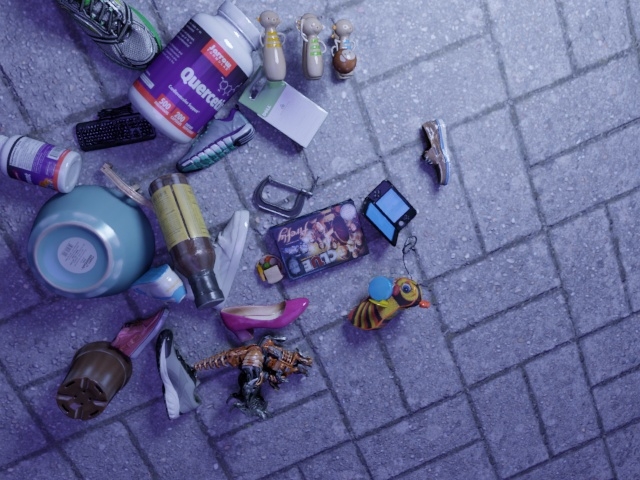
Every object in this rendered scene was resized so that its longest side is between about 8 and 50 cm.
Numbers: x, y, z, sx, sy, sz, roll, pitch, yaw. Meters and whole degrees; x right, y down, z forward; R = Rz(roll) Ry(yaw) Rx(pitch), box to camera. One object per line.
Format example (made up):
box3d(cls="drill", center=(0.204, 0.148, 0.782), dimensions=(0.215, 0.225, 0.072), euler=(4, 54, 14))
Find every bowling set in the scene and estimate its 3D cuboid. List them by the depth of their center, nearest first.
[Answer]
box3d(cls="bowling set", center=(0.019, -0.460, 1.085), dimensions=(0.287, 0.199, 0.154), euler=(-18, 110, -39))

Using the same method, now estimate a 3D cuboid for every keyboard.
box3d(cls="keyboard", center=(-0.524, -0.288, 1.179), dimensions=(0.192, 0.038, 0.100), euler=(-13, 105, -5))

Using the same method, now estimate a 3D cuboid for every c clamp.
box3d(cls="c clamp", center=(-0.098, -0.133, 1.283), dimensions=(0.160, 0.022, 0.137), euler=(13, 106, -12))

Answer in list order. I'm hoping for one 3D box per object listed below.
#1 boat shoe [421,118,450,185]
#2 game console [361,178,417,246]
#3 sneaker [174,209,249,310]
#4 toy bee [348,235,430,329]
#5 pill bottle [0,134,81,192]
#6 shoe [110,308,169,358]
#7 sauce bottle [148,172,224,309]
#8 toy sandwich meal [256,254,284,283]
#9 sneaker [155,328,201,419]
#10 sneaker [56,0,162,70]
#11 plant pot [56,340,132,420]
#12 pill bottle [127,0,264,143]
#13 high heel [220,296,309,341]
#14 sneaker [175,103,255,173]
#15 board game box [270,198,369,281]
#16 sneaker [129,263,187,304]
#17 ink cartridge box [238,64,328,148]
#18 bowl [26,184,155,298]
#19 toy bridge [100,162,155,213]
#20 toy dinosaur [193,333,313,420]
box3d(cls="boat shoe", center=(0.315, -0.240, 1.293), dimensions=(0.066, 0.066, 0.183), euler=(-9, 95, 0))
box3d(cls="game console", center=(0.194, -0.078, 1.300), dimensions=(0.124, 0.085, 0.144), euler=(-44, 105, 4))
box3d(cls="sneaker", center=(-0.303, 0.038, 1.250), dimensions=(0.169, 0.108, 0.293), euler=(18, 102, -14))
box3d(cls="toy bee", center=(0.212, 0.159, 1.303), dimensions=(0.195, 0.162, 0.298), euler=(-10, 134, -43))
box3d(cls="pill bottle", center=(-0.703, -0.193, 1.140), dimensions=(0.193, 0.108, 0.108), euler=(17, 101, -11))
box3d(cls="shoe", center=(-0.502, 0.245, 1.295), dimensions=(0.081, 0.063, 0.178), euler=(37, 100, -19))
box3d(cls="sauce bottle", center=(-0.330, 0.003, 1.162), dimensions=(0.111, 0.111, 0.345), euler=(-22, 75, -2))
box3d(cls="toy sandwich meal", center=(-0.143, 0.082, 1.321), dimensions=(0.085, 0.029, 0.086), euler=(-2, 104, -7))
box3d(cls="sneaker", center=(-0.407, 0.373, 1.332), dimensions=(0.108, 0.100, 0.272), euler=(-12, 109, -19))
box3d(cls="sneaker", center=(-0.520, -0.527, 1.066), dimensions=(0.343, 0.146, 0.134), euler=(40, 95, -15))
box3d(cls="plant pot", center=(-0.615, 0.385, 1.262), dimensions=(0.166, 0.165, 0.167), euler=(-2, 105, -7))
box3d(cls="pill bottle", center=(-0.287, -0.399, 1.108), dimensions=(0.181, 0.181, 0.323), euler=(43, 95, -15))
box3d(cls="high heel", center=(-0.159, 0.194, 1.321), dimensions=(0.244, 0.082, 0.117), euler=(-24, 116, 12))
box3d(cls="sneaker", center=(-0.285, -0.260, 1.209), dimensions=(0.223, 0.083, 0.098), euler=(-30, 85, -4))
box3d(cls="board game box", center=(0.000, 0.000, 1.314), dimensions=(0.243, 0.042, 0.165), euler=(-20, 105, -2))
box3d(cls="sneaker", center=(-0.418, 0.120, 1.201), dimensions=(0.087, 0.228, 0.092), euler=(-48, 113, -26))
box3d(cls="ink cartridge box", center=(-0.095, -0.342, 1.209), dimensions=(0.209, 0.062, 0.109), euler=(32, 97, -13))
box3d(cls="bowl", center=(-0.597, 0.023, 1.180), dimensions=(0.311, 0.163, 0.312), euler=(-2, 104, -6))
box3d(cls="toy bridge", center=(-0.485, -0.129, 1.208), dimensions=(0.188, 0.063, 0.026), euler=(41, 95, -14))
box3d(cls="toy dinosaur", center=(-0.189, 0.375, 1.348), dimensions=(0.321, 0.164, 0.219), euler=(7, 89, 6))
